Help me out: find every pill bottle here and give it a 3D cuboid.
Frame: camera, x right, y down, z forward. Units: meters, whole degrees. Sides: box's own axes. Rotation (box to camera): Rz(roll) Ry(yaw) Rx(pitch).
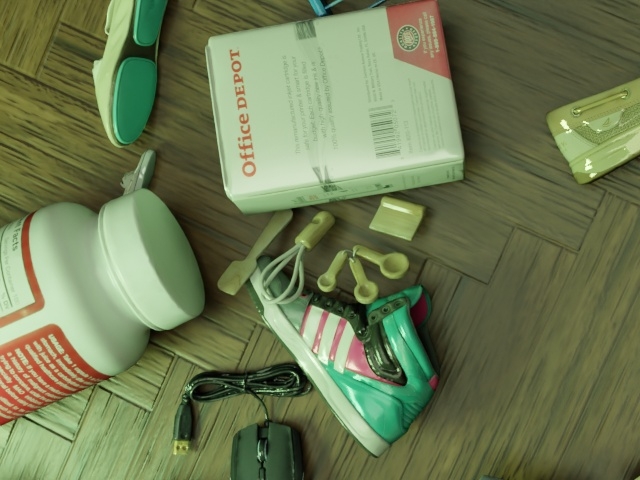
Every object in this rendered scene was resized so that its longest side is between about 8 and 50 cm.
[{"bbox_3d":[-0.364,0.093,1.708,0.408,0.229,0.229,-24,85,12],"label":"pill bottle"}]

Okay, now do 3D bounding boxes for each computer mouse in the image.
[{"bbox_3d":[-0.104,0.288,1.734,0.184,0.060,0.262,0,89,12],"label":"computer mouse"}]

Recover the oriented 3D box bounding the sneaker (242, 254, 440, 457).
[{"bbox_3d":[0.045,0.097,1.670,0.178,0.124,0.295,-39,74,3],"label":"sneaker"}]

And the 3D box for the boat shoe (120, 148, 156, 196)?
[{"bbox_3d":[-0.244,-0.074,1.782,0.035,0.035,0.100,20,101,10],"label":"boat shoe"}]

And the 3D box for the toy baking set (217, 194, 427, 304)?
[{"bbox_3d":[0.002,-0.006,1.671,0.256,0.030,0.197,-4,51,10],"label":"toy baking set"}]

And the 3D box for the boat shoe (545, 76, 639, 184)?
[{"bbox_3d":[0.426,-0.190,1.582,0.341,0.121,0.110,-30,84,12],"label":"boat shoe"}]

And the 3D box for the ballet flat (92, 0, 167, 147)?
[{"bbox_3d":[-0.251,-0.246,1.769,0.086,0.086,0.248,14,91,13],"label":"ballet flat"}]

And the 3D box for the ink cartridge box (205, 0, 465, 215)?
[{"bbox_3d":[0.020,-0.158,1.646,0.283,0.117,0.207,-9,79,4],"label":"ink cartridge box"}]

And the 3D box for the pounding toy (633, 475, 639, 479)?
[{"bbox_3d":[0.434,0.327,1.602,0.130,0.100,0.141,-36,72,10],"label":"pounding toy"}]

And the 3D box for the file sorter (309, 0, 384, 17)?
[{"bbox_3d":[0.012,-0.362,1.682,0.104,0.118,0.170,-29,84,7],"label":"file sorter"}]

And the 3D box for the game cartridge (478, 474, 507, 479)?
[{"bbox_3d":[0.290,0.403,1.600,0.297,0.062,0.198,27,133,12],"label":"game cartridge"}]
